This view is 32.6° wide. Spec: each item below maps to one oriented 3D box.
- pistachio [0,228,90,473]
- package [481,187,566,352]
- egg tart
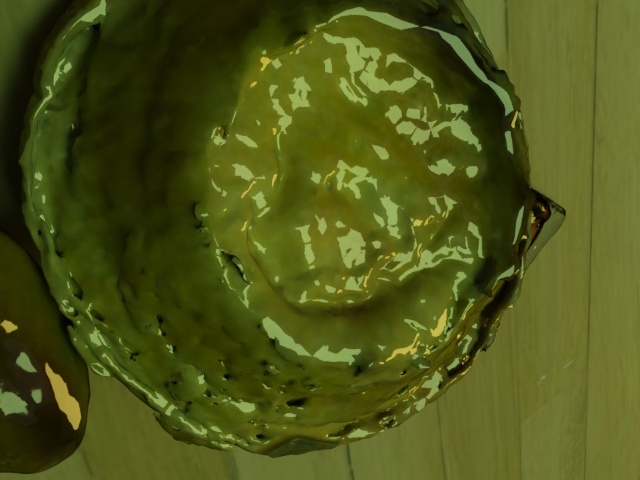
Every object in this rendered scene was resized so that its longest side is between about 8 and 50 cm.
[{"bbox_3d":[-0.198,0.050,0.611,0.110,0.100,0.189,-60,135,-32],"label":"pistachio"},{"bbox_3d":[0.126,0.008,0.940,0.239,0.030,0.154,25,98,-49],"label":"package"},{"bbox_3d":[0.000,-0.033,0.633,0.345,0.132,0.345,-2,94,-23],"label":"egg tart"}]
